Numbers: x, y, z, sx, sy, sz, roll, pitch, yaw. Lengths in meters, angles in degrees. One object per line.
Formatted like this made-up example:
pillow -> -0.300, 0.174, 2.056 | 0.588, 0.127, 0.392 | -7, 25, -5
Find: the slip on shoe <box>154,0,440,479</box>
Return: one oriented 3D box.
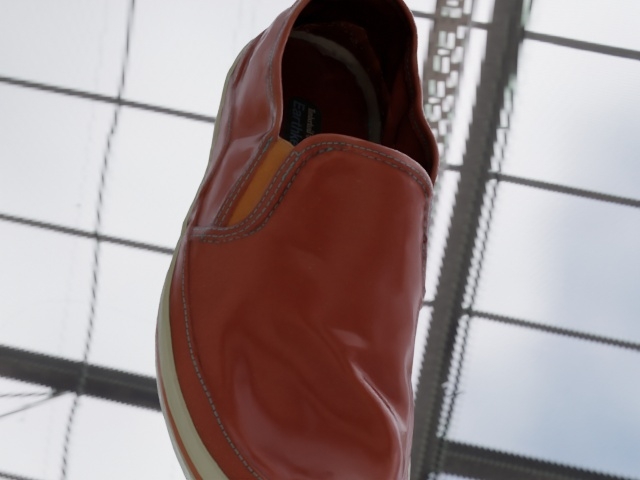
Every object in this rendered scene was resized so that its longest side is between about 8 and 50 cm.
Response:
slip on shoe -> 0.000, 0.000, 0.651 | 0.101, 0.123, 0.331 | -51, -155, 43
